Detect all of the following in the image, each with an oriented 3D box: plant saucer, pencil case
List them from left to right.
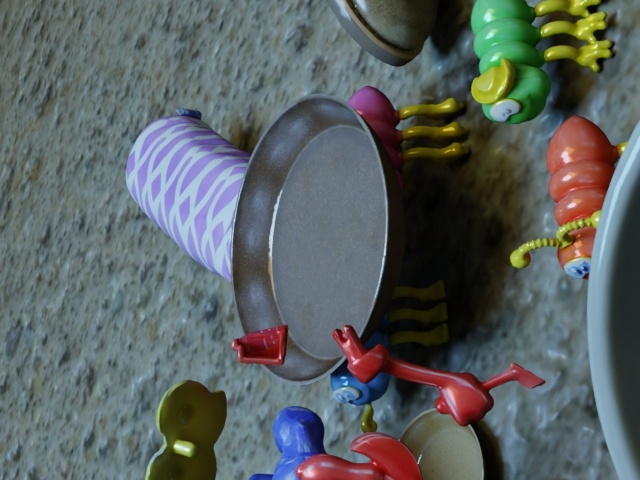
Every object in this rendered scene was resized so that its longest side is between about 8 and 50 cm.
[{"bbox_3d":[-0.066,-0.025,0.962,0.206,0.088,0.086,38,106,55],"label":"pencil case"},{"bbox_3d":[0.000,0.000,0.789,0.168,0.029,0.168,-14,73,57],"label":"plant saucer"},{"bbox_3d":[0.069,0.137,0.768,0.083,0.015,0.083,-27,56,48],"label":"plant saucer"}]

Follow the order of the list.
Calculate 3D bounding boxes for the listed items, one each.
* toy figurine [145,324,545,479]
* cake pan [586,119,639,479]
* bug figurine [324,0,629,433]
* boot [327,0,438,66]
[{"bbox_3d":[0.012,0.222,0.749,0.217,0.191,0.362,176,94,-90],"label":"toy figurine"},{"bbox_3d":[0.228,0.040,0.458,0.293,0.054,0.293,11,106,42],"label":"cake pan"},{"bbox_3d":[0.076,-0.024,0.772,0.279,0.072,0.216,-36,49,43],"label":"bug figurine"},{"bbox_3d":[0.057,-0.259,0.874,0.115,0.112,0.305,-20,59,38],"label":"boot"}]
